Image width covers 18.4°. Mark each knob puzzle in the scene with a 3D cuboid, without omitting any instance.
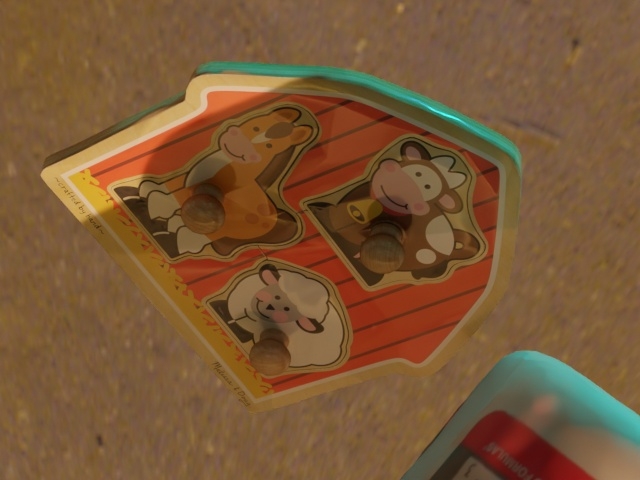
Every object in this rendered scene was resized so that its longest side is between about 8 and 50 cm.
[{"bbox_3d":[0.000,0.000,0.866,0.213,0.213,0.030,13,42,0],"label":"knob puzzle"}]

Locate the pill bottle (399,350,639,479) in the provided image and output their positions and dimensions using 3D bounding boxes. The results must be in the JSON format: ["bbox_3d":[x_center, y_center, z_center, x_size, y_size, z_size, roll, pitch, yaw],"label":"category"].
[{"bbox_3d":[0.038,0.211,0.701,0.176,0.176,0.318,39,87,10],"label":"pill bottle"}]
